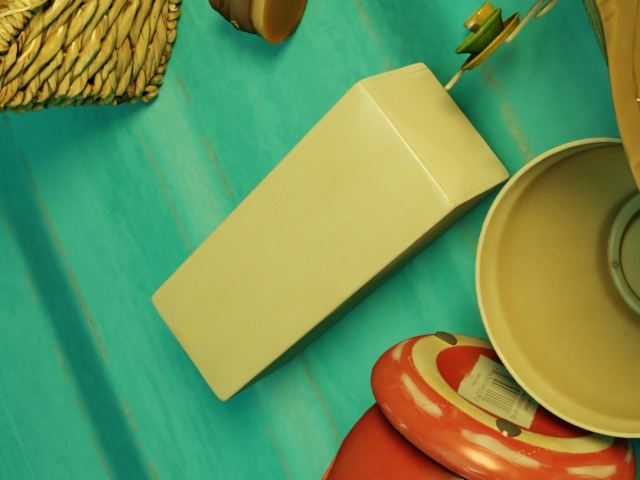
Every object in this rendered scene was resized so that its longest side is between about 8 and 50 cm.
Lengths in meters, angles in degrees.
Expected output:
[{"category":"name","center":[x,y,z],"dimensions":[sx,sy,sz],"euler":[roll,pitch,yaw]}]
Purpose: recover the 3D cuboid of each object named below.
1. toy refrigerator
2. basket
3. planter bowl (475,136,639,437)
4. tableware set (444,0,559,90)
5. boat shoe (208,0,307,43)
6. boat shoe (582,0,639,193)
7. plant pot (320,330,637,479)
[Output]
[{"category":"toy refrigerator","center":[0.000,0.000,0.766],"dimensions":[0.102,0.094,0.269],"euler":[53,128,9]},{"category":"basket","center":[-0.277,-0.251,0.851],"dimensions":[0.299,0.223,0.214],"euler":[36,121,29]},{"category":"planter bowl","center":[0.185,0.018,0.602],"dimensions":[0.162,0.109,0.162],"euler":[8,104,38]},{"category":"tableware set","center":[0.127,-0.153,0.625],"dimensions":[0.024,0.104,0.154],"euler":[44,152,-6]},{"category":"boat shoe","center":[-0.033,-0.245,0.747],"dimensions":[0.073,0.073,0.207],"euler":[35,120,26]},{"category":"boat shoe","center":[0.177,-0.134,0.507],"dimensions":[0.121,0.110,0.341],"euler":[-10,68,24]},{"category":"plant pot","center":[0.095,0.167,0.663],"dimensions":[0.191,0.191,0.174],"euler":[32,112,30]}]
